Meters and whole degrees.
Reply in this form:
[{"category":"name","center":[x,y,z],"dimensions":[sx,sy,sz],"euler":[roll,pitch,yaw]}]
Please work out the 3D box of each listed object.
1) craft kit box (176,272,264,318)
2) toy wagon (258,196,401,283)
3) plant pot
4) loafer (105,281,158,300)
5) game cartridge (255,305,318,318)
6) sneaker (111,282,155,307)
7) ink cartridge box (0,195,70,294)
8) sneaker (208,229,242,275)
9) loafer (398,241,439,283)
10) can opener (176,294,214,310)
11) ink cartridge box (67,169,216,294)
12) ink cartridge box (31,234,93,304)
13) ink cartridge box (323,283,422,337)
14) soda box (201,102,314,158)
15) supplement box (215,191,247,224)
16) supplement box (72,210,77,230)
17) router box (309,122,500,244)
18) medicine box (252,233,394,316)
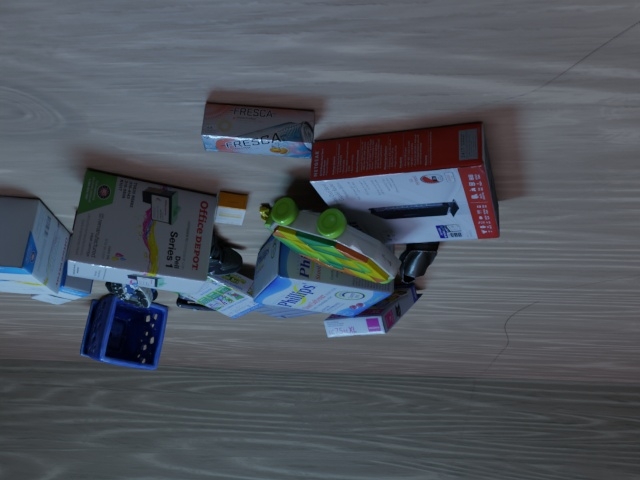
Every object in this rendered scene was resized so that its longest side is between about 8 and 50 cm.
[{"category":"craft kit box","center":[-0.307,0.143,1.917],"dimensions":[0.246,0.061,0.250],"euler":[25,153,-23]},{"category":"toy wagon","center":[0.000,0.000,1.363],"dimensions":[0.344,0.068,0.267],"euler":[15,165,36]},{"category":"plant pot","center":[-0.716,0.331,2.324],"dimensions":[0.212,0.236,0.236],"euler":[-7,158,42]},{"category":"loafer","center":[-0.606,0.154,2.083],"dimensions":[0.170,0.062,0.061],"euler":[23,175,-34]},{"category":"game cartridge","center":[-0.076,0.182,2.052],"dimensions":[0.355,0.068,0.230],"euler":[-14,150,39]},{"category":"sneaker","center":[-0.473,0.022,1.610],"dimensions":[0.129,0.147,0.330],"euler":[12,142,9]},{"category":"ink cartridge box","center":[-0.733,0.017,1.556],"dimensions":[0.168,0.171,0.233],"euler":[4,159,-1]},{"category":"sneaker","center":[-0.274,0.029,1.630],"dimensions":[0.227,0.087,0.130],"euler":[26,157,-36]},{"category":"loafer","center":[0.247,0.054,1.619],"dimensions":[0.080,0.078,0.220],"euler":[4,160,-1]},{"category":"can opener","center":[-0.396,0.212,2.183],"dimensions":[0.186,0.059,0.073],"euler":[16,156,-29]},{"category":"ink cartridge box","center":[-0.372,-0.012,1.370],"dimensions":[0.278,0.201,0.117],"euler":[11,159,-19]},{"category":"ink cartridge box","center":[-0.694,0.083,1.758],"dimensions":[0.203,0.148,0.086],"euler":[-16,153,42]},{"category":"ink cartridge box","center":[0.161,0.192,1.885],"dimensions":[0.186,0.065,0.311],"euler":[-9,-170,31]},{"category":"soda box","center":[-0.102,-0.181,1.072],"dimensions":[0.183,0.063,0.058],"euler":[4,160,0]},{"category":"supplement box","center":[-0.197,-0.069,1.424],"dimensions":[0.062,0.036,0.098],"euler":[8,159,-11]},{"category":"supplement box","center":[-0.556,-0.032,1.560],"dimensions":[0.043,0.055,0.083],"euler":[1,159,7]},{"category":"router box","center":[0.176,-0.091,1.239],"dimensions":[0.301,0.082,0.335],"euler":[-4,158,19]},{"category":"medicine box","center":[0.002,0.078,1.627],"dimensions":[0.289,0.149,0.263],"euler":[9,159,-16]}]
